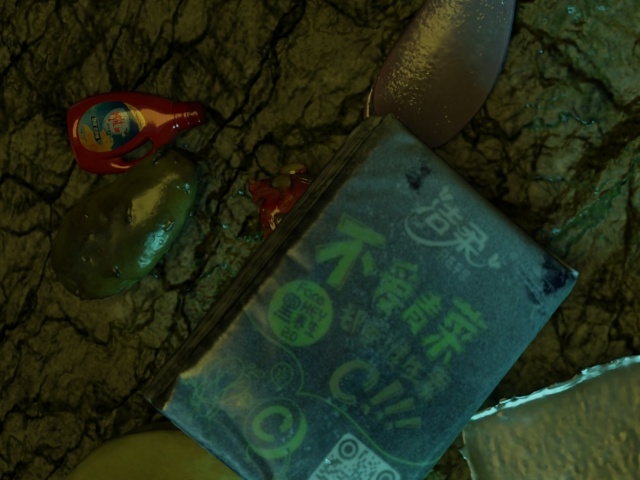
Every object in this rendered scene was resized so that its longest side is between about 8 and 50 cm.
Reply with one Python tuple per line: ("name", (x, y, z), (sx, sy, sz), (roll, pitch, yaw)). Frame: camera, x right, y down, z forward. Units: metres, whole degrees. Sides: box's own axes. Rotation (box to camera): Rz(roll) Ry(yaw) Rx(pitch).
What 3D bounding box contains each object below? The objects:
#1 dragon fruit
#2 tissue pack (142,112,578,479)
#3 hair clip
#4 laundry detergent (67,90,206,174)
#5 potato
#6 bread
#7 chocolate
("dragon fruit", (0.000, 0.000, 1.789), (0.207, 0.133, 0.150), (29, 99, 8))
("tissue pack", (0.045, 0.102, 1.680), (0.288, 0.124, 0.394), (40, 84, -16))
("hair clip", (0.150, -0.252, 1.759), (0.095, 0.110, 0.359), (32, 111, 53))
("laundry detergent", (-0.214, -0.132, 1.883), (0.165, 0.049, 0.097), (-7, 103, 15))
("potato", (-0.228, -0.018, 1.872), (0.117, 0.090, 0.225), (47, 109, 0))
("bread", (-0.158, 0.365, 1.814), (0.320, 0.237, 0.321), (-1, 83, 6))
("chocolate", (0.284, 0.219, 1.741), (0.261, 0.083, 0.161), (-17, 90, 3))
